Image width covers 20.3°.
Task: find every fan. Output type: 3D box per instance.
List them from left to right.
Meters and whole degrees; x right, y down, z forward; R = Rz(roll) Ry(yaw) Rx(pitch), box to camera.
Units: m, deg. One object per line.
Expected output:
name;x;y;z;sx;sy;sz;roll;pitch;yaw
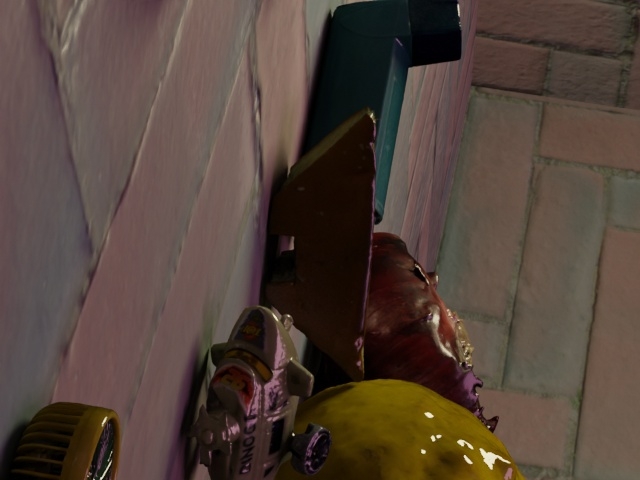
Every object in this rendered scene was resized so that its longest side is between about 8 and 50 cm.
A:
fan;-0.124;0.137;0.889;0.155;0.039;0.082;90;11;-59

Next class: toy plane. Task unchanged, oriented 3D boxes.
toy plane;-0.059;0.183;1.308;0.108;0.092;0.286;-26;127;-55

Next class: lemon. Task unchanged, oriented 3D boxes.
lemon;0.053;0.252;1.550;0.316;0.285;0.285;53;44;-57

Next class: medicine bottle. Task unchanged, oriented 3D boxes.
medicine bottle;0.052;-0.110;1.634;0.079;0.124;0.258;84;18;-74

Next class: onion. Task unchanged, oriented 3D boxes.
onion;0.067;0.131;1.951;0.272;0.195;0.272;155;-90;-85

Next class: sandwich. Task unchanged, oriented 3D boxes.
sandwich;0.000;0.000;1.527;0.090;0.088;0.244;-87;179;-72
